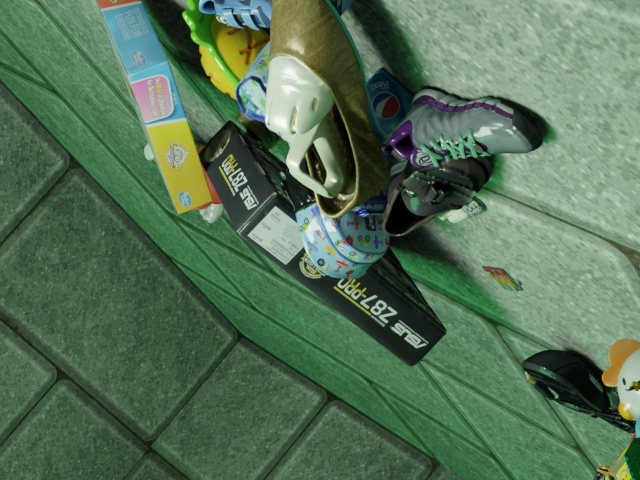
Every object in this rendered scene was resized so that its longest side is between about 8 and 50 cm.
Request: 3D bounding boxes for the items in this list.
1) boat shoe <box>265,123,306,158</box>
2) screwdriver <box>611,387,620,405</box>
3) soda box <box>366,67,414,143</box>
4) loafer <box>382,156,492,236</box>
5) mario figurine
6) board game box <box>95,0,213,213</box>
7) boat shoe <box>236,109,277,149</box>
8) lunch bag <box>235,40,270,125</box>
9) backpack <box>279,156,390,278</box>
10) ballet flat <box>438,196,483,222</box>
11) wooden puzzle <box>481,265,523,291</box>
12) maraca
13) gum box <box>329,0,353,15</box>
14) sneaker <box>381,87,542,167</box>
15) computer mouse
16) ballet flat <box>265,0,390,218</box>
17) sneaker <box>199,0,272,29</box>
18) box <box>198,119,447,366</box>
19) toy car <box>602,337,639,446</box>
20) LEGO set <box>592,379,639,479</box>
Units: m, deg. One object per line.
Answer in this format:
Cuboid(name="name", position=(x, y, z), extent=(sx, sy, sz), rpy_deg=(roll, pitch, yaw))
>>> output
Cuboid(name="boat shoe", position=(-0.006, -0.162, 1.967), extent=(0.084, 0.095, 0.258), rpy_deg=(31, 176, 20))
Cuboid(name="screwdriver", position=(0.452, 0.216, 2.069), extent=(0.024, 0.025, 0.170), rpy_deg=(34, 167, 27))
Cuboid(name="soda box", position=(0.059, -0.158, 1.790), extent=(0.067, 0.071, 0.210), rpy_deg=(41, 168, -4))
Cuboid(name="loafer", position=(0.145, -0.061, 1.788), extent=(0.109, 0.095, 0.302), rpy_deg=(23, 171, -7))
Cuboid(name="mario figurine", position=(-0.267, -0.120, 2.668), extent=(0.198, 0.170, 0.320), rpy_deg=(8, -173, -19))
Cuboid(name="board game box", position=(-0.266, -0.232, 2.147), extent=(0.316, 0.064, 0.242), rpy_deg=(77, 170, -51))
Cuboid(name="boat shoe", position=(-0.110, -0.184, 2.266), extent=(0.056, 0.048, 0.153), rpy_deg=(37, 167, 15))
Cuboid(name="lunch bag", position=(-0.042, -0.217, 1.752), extent=(0.096, 0.129, 0.151), rpy_deg=(43, 167, -13))
Cuboid(name="backpack", position=(0.038, -0.037, 1.945), extent=(0.117, 0.173, 0.158), rpy_deg=(-27, 158, 36))
Cuboid(name="ballet flat", position=(0.187, -0.043, 1.901), extent=(0.041, 0.041, 0.114), rpy_deg=(45, 167, -23))
Cuboid(name="wooden puzzle", position=(0.279, 0.059, 2.068), extent=(0.049, 0.006, 0.083), rpy_deg=(44, 167, -17))
Cuboid(name="maraca", position=(-0.123, -0.264, 1.870), extent=(0.186, 0.099, 0.127), rpy_deg=(43, -153, -30))
Cuboid(name="gum box", position=(-0.043, -0.341, 1.516), extent=(0.184, 0.041, 0.157), rpy_deg=(38, 168, 10))
Cuboid(name="sneaker", position=(0.163, -0.112, 1.579), extent=(0.083, 0.098, 0.224), rpy_deg=(47, 167, -29))
Cuboid(name="computer mouse", position=(0.394, 0.221, 2.197), extent=(0.262, 0.060, 0.184), rpy_deg=(35, 170, -38))
Cuboid(name="ballet flat", position=(-0.005, -0.145, 1.610), extent=(0.116, 0.124, 0.342), rpy_deg=(23, 153, 29))
Cuboid(name="sneaker", position=(-0.101, -0.302, 1.788), extent=(0.144, 0.059, 0.053), rpy_deg=(30, 162, 35))
Cuboid(name="box", position=(0.000, 0.000, 2.169), extent=(0.395, 0.097, 0.318), rpy_deg=(38, -168, -29))
Cuboid(name="toy car", position=(0.440, 0.218, 1.742), extent=(0.238, 0.210, 0.219), rpy_deg=(46, 165, 45))
Cuboid(name="LEGO set", position=(0.442, 0.237, 1.493), extent=(0.255, 0.331, 0.192), rpy_deg=(25, 148, 7))
